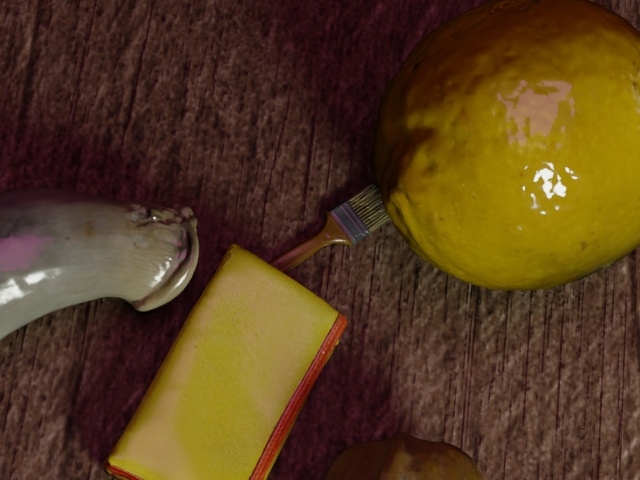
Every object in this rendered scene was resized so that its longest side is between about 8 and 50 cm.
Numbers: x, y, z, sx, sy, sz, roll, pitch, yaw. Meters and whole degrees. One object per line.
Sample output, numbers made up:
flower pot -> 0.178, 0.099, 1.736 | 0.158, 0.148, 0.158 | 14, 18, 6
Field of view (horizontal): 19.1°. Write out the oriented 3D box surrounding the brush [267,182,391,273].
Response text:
brush -> 0.000, 0.000, 1.849 | 0.170, 0.014, 0.043 | -33, 78, -23

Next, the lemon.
lemon -> 0.195, -0.093, 1.789 | 0.297, 0.297, 0.297 | 5, 64, -10

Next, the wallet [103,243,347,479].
wallet -> -0.083, 0.139, 1.741 | 0.141, 0.067, 0.241 | 30, 67, -3

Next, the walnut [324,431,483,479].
walnut -> 0.070, 0.250, 1.676 | 0.166, 0.149, 0.166 | -5, 71, 15

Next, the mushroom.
mushroom -> -0.291, 0.049, 1.699 | 0.397, 0.126, 0.177 | -32, 86, -24
